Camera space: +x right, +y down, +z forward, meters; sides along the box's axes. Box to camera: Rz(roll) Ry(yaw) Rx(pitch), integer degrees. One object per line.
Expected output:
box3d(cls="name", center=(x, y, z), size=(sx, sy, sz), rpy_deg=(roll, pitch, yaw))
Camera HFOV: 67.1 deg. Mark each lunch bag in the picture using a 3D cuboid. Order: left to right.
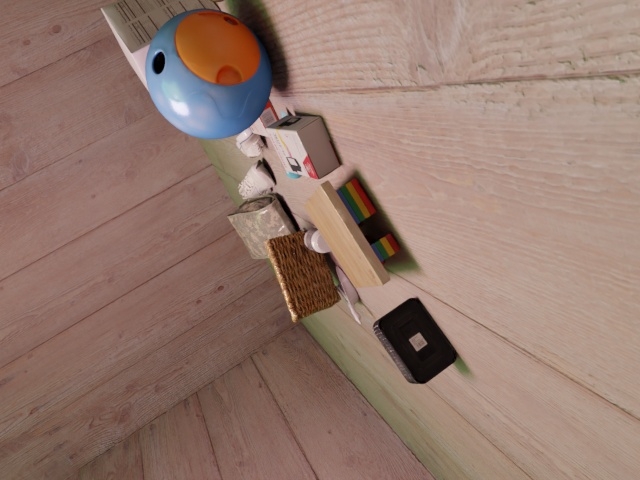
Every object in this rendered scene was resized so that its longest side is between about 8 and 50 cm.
box3d(cls="lunch bag", center=(-0.211, -0.059, 2.009), size=(0.287, 0.169, 0.235), rpy_deg=(-3, 123, 47))

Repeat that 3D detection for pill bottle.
box3d(cls="pill bottle", center=(0.000, 0.000, 1.557), size=(0.078, 0.078, 0.137), rpy_deg=(60, 168, -11))

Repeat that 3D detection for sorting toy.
box3d(cls="sorting toy", center=(0.080, -0.019, 1.170), size=(0.257, 0.089, 0.255), rpy_deg=(58, 168, 0))

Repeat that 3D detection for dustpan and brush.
box3d(cls="dustpan and brush", center=(0.102, 0.205, 1.698), size=(0.211, 0.060, 0.147), rpy_deg=(49, 165, 36))

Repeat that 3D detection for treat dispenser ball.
box3d(cls="treat dispenser ball", center=(-0.257, -0.384, 1.130), size=(0.288, 0.288, 0.288), rpy_deg=(54, 167, 18))

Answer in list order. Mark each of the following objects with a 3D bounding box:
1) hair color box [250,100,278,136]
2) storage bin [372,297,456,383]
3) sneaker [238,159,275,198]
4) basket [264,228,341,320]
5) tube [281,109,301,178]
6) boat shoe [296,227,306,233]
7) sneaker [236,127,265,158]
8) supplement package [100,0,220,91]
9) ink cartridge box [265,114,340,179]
box3d(cls="hair color box", center=(-0.176, -0.363, 1.422), size=(0.167, 0.053, 0.093), rpy_deg=(33, 153, 60))
box3d(cls="storage bin", center=(0.224, 0.244, 1.169), size=(0.180, 0.122, 0.084), rpy_deg=(55, 168, 12))
box3d(cls="sneaker", center=(-0.258, -0.222, 1.910), size=(0.111, 0.129, 0.297), rpy_deg=(59, 167, 6))
box3d(cls="basket", center=(-0.109, 0.136, 1.731), size=(0.213, 0.223, 0.299), rpy_deg=(-29, 81, 50))
box3d(cls="tube", center=(-0.076, -0.254, 1.315), size=(0.080, 0.052, 0.207), rpy_deg=(38, 155, 23))
box3d(cls="boat shoe", center=(-0.054, 0.016, 1.895), size=(0.049, 0.040, 0.142), rpy_deg=(36, 154, 60))
box3d(cls="sneaker", center=(-0.226, -0.339, 1.639), size=(0.091, 0.094, 0.258), rpy_deg=(41, 174, -9))
box3d(cls="supplement package", center=(-0.425, -0.578, 1.373), size=(0.198, 0.262, 0.199), rpy_deg=(54, 168, 19))
box3d(cls="ink cartridge box", center=(-0.044, -0.225, 1.155), size=(0.175, 0.072, 0.127), rpy_deg=(25, 146, 57))
